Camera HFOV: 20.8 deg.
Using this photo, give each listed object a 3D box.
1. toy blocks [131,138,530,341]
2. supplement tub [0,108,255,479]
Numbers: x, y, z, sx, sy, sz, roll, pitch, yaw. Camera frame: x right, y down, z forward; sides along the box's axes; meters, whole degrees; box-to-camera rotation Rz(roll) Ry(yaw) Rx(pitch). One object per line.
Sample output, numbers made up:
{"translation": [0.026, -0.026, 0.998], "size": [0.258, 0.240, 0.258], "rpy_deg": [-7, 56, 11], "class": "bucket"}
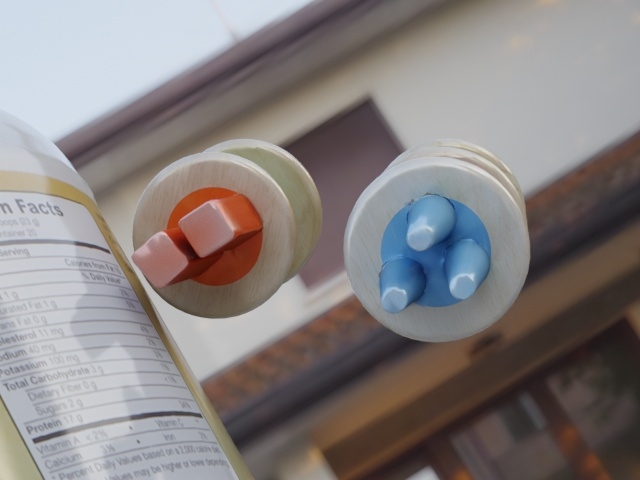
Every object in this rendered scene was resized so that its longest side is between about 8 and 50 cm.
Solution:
{"translation": [0.000, 0.000, 0.517], "size": [0.123, 0.054, 0.148], "rpy_deg": [0, 6, 6], "class": "toy blocks"}
{"translation": [-0.135, 0.099, 0.521], "size": [0.228, 0.316, 0.228], "rpy_deg": [-28, -18, -10], "class": "supplement tub"}
